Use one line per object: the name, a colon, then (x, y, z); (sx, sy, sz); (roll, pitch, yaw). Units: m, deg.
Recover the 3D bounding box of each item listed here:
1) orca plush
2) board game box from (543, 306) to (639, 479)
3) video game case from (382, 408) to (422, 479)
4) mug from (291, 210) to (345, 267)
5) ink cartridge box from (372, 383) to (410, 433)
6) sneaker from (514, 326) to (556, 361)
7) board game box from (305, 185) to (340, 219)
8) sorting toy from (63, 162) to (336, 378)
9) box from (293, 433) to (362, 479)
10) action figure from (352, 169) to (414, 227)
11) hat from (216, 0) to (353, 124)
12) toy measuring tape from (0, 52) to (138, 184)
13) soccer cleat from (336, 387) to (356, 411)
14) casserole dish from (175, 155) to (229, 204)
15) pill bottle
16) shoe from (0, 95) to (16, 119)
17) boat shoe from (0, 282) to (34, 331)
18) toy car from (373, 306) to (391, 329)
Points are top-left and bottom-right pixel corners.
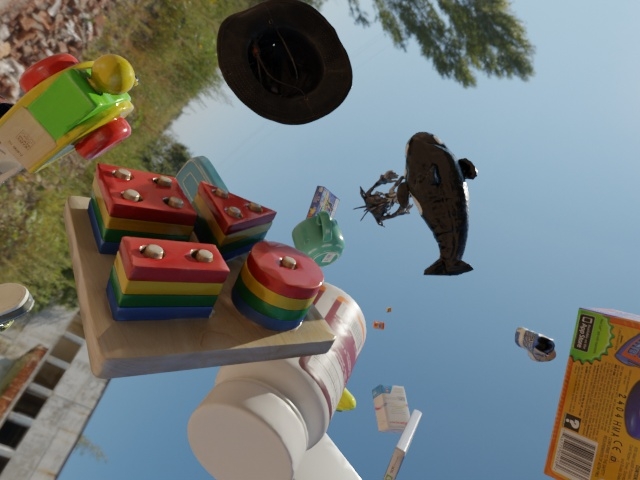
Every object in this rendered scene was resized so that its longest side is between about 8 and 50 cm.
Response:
orca plush: (0.193, -0.081, 0.744); (0.151, 0.102, 0.287); (-2, -105, 31)
board game box: (0.735, 0.357, 0.853); (0.356, 0.357, 0.356); (13, -89, 45)
video game case: (0.157, 0.483, 0.879); (0.023, 0.212, 0.193); (22, -83, 21)
mug: (-0.006, 0.005, 1.070); (0.130, 0.158, 0.097); (-25, -119, 11)
ink cartridge box: (0.206, 0.490, 1.205); (0.052, 0.089, 0.122); (-53, -149, 40)
sneaker: (0.474, 0.231, 0.888); (0.058, 0.135, 0.052); (-1, -116, 57)
board game box: (0.000, -0.084, 1.533); (0.035, 0.136, 0.201); (15, -99, 31)
sorting toy: (-0.128, 0.014, 0.476); (0.257, 0.256, 0.089); (48, -60, 41)
box: (-0.003, 0.627, 0.914); (0.345, 0.168, 0.215); (44, -64, 30)
action figure: (0.240, -0.145, 1.348); (0.276, 0.164, 0.141); (-23, -174, 44)
hat: (-0.092, -0.403, 1.003); (0.331, 0.331, 0.134); (-62, -166, -21)
toy measuring tape: (-0.338, -0.136, 0.522); (0.330, 0.121, 0.121); (-23, -143, 27)
soccer cleat: (0.015, 0.463, 1.405); (0.289, 0.094, 0.121); (28, -75, 48)
casserole dish: (-0.271, -0.108, 0.936); (0.114, 0.037, 0.188); (-42, -110, 24)
pill bottle: (-0.062, 0.260, 0.811); (0.224, 0.224, 0.392); (-35, -175, 29)
shoe: (-0.518, -0.213, 0.624); (0.081, 0.178, 0.063); (21, -100, 40)
boat shoe: (-0.845, 0.187, 1.060); (0.305, 0.091, 0.109); (-13, -139, 15)
toy car: (0.269, 0.346, 1.861); (0.060, 0.041, 0.121); (24, -83, 38)
